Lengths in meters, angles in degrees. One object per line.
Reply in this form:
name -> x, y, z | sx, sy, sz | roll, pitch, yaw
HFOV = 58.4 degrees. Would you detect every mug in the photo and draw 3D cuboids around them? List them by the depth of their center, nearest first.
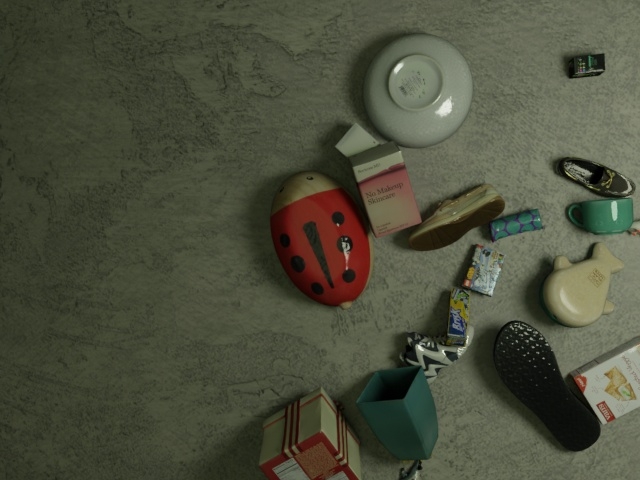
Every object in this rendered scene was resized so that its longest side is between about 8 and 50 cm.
mug -> 0.802, -0.066, 1.621 | 0.129, 0.157, 0.098 | -6, 93, -14

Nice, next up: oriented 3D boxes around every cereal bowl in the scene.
cereal bowl -> 0.286, -0.449, 1.690 | 0.338, 0.141, 0.340 | 0, 92, 9

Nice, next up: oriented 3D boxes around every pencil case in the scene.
pencil case -> 0.574, -0.043, 1.686 | 0.151, 0.065, 0.070 | -15, 127, 11

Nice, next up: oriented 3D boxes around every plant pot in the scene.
plant pot -> 0.246, 0.523, 1.696 | 0.165, 0.165, 0.235 | -16, 105, 34

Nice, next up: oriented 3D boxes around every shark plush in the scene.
shark plush -> 0.269, 0.734, 1.773 | 0.067, 0.073, 0.161 | 32, 103, 38

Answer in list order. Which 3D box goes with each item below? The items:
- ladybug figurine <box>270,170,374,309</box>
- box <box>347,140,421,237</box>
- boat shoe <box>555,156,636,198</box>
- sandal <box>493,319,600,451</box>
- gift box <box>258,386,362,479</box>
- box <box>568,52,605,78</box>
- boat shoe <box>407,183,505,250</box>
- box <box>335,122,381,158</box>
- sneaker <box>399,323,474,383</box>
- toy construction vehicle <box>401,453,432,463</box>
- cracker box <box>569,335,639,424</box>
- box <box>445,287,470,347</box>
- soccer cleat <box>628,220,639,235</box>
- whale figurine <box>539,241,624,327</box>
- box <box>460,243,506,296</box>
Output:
ladybug figurine -> 0.000, 0.000, 1.744 | 0.304, 0.162, 0.450 | -25, 87, 10
box -> 0.187, -0.149, 1.676 | 0.148, 0.127, 0.233 | -19, 113, 4
boat shoe -> 0.792, -0.178, 1.639 | 0.227, 0.068, 0.081 | 21, 95, 9
sandal -> 0.643, 0.422, 1.679 | 0.167, 0.107, 0.446 | -34, 98, 8
gift box -> -0.026, 0.641, 1.727 | 0.255, 0.258, 0.277 | -27, 106, 8
box -> 0.762, -0.499, 1.639 | 0.083, 0.062, 0.052 | -4, 92, 11
boat shoe -> 0.393, -0.069, 1.709 | 0.302, 0.109, 0.098 | -29, 47, 10
box -> 0.117, -0.286, 1.751 | 0.102, 0.087, 0.101 | 43, 99, 6
sneaker -> 0.336, 0.307, 1.724 | 0.153, 0.094, 0.235 | 42, 108, -2
toy construction vehicle -> 0.296, 0.655, 1.747 | 0.098, 0.086, 0.035 | -24, 94, 9
cracker box -> 0.865, 0.400, 1.643 | 0.232, 0.067, 0.156 | -32, 85, 10
box -> 0.404, 0.226, 1.682 | 0.059, 0.054, 0.169 | 8, 51, 10
soccer cleat -> 0.969, -0.047, 1.617 | 0.196, 0.068, 0.076 | 3, 77, 9
whale figurine -> 0.744, 0.129, 1.643 | 0.216, 0.141, 0.272 | 45, 74, 6
box -> 0.486, 0.089, 1.710 | 0.093, 0.027, 0.137 | 21, 82, 9
